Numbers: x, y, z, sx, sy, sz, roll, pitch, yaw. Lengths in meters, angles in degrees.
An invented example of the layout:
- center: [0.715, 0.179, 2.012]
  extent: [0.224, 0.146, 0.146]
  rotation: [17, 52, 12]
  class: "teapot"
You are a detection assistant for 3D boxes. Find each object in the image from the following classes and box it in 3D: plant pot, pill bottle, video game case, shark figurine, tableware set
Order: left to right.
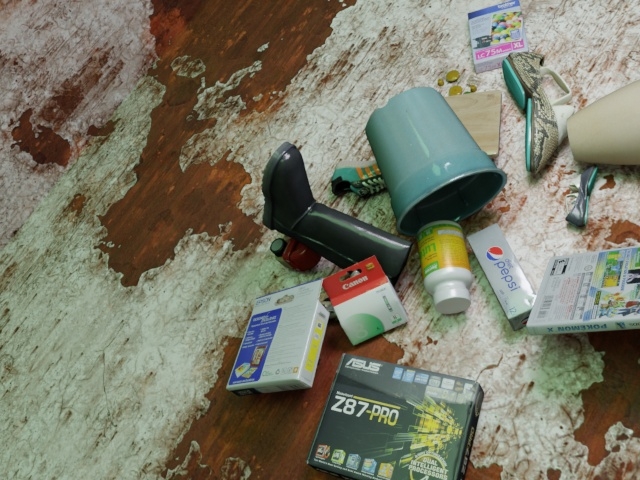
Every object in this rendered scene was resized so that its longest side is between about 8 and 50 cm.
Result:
- center: [0.051, 0.182, 1.932]
  extent: [0.278, 0.166, 0.116]
  rotation: [-26, 25, 31]
  class: "shark figurine"
- center: [0.307, -0.239, 1.845]
  extent: [0.341, 0.341, 0.334]
  rotation: [-27, 69, 8]
  class: "plant pot"
- center: [0.356, 0.077, 1.804]
  extent: [0.136, 0.136, 0.246]
  rotation: [-15, 55, 17]
  class: "pill bottle"
- center: [0.476, -0.540, 2.208]
  extent: [0.154, 0.024, 0.104]
  rotation: [29, 79, 35]
  class: "tableware set"
- center: [0.685, 0.115, 1.547]
  extent: [0.300, 0.036, 0.329]
  rotation: [-10, 23, 35]
  class: "video game case"
- center: [0.841, -0.314, 1.766]
  extent: [0.274, 0.256, 0.256]
  rotation: [-11, 56, 29]
  class: "plant pot"

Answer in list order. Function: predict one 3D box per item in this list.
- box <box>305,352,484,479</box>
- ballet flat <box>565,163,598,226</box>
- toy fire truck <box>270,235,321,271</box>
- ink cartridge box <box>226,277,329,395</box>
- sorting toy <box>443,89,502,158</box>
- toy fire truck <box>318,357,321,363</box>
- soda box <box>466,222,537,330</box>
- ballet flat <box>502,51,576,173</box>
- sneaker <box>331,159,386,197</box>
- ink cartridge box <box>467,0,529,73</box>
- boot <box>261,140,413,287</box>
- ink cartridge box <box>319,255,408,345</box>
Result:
- center: [0.195, 0.488, 1.651]
  extent: [0.395, 0.097, 0.318]
  rotation: [8, 61, 30]
  class: "box"
- center: [0.734, -0.133, 1.797]
  extent: [0.074, 0.074, 0.203]
  rotation: [9, 67, 30]
  class: "ballet flat"
- center: [0.000, 0.000, 2.036]
  extent: [0.246, 0.158, 0.217]
  rotation: [5, 62, 39]
  class: "toy fire truck"
- center: [-0.112, 0.280, 1.804]
  extent: [0.303, 0.072, 0.307]
  rotation: [-19, 41, 42]
  class: "ink cartridge box"
- center: [0.454, -0.346, 2.052]
  extent: [0.257, 0.089, 0.255]
  rotation: [-2, 60, 24]
  class: "sorting toy"
- center: [-0.072, 0.344, 1.843]
  extent: [0.135, 0.192, 0.047]
  rotation: [26, 72, 6]
  class: "toy fire truck"
- center: [0.509, 0.097, 1.747]
  extent: [0.098, 0.091, 0.286]
  rotation: [-27, 52, 10]
  class: "soda box"
- center: [0.687, -0.417, 1.953]
  extent: [0.182, 0.164, 0.483]
  rotation: [-7, 54, 11]
  class: "ballet flat"
- center: [0.171, -0.197, 2.092]
  extent: [0.302, 0.108, 0.121]
  rotation: [-1, 60, 34]
  class: "sneaker"
- center: [0.622, -0.739, 2.238]
  extent: [0.185, 0.065, 0.311]
  rotation: [-10, 55, 20]
  class: "ink cartridge box"
- center: [0.053, -0.056, 1.802]
  extent: [0.445, 0.367, 0.146]
  rotation: [31, 63, 13]
  class: "boot"
- center: [0.125, 0.174, 1.803]
  extent: [0.181, 0.225, 0.056]
  rotation: [-25, 29, 10]
  class: "ink cartridge box"
